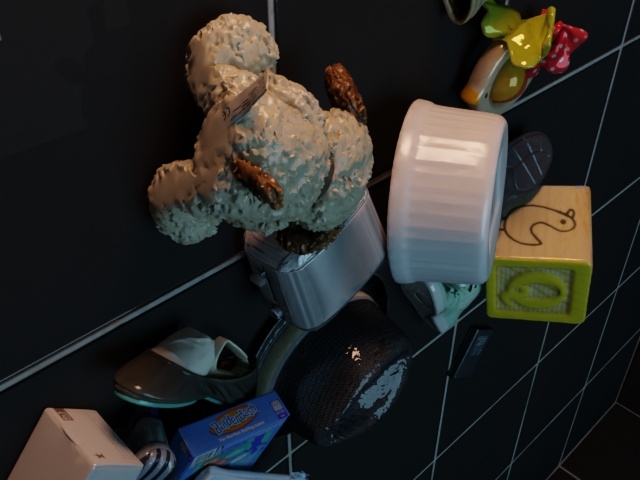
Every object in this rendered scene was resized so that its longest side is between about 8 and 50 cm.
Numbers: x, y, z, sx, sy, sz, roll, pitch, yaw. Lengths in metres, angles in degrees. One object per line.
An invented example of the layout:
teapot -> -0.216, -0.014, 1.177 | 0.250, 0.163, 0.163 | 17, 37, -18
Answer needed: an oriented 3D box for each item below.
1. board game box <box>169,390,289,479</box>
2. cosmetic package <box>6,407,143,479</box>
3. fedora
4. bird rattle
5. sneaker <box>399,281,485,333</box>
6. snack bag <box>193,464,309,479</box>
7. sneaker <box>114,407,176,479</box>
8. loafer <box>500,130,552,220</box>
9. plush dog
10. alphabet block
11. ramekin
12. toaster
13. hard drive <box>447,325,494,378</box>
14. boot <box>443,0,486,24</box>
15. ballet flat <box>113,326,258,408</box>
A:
board game box -> -0.153, 0.309, 1.006 | 0.160, 0.047, 0.210 | -13, 146, -41
cosmetic package -> -0.317, 0.326, 0.832 | 0.231, 0.117, 0.085 | -59, 146, 3
fedora -> 0.034, 0.213, 1.140 | 0.334, 0.152, 0.334 | -30, 136, -34
bird rattle -> 0.313, -0.298, 1.163 | 0.207, 0.143, 0.253 | -56, 160, 18
sneaker -> 0.238, 0.072, 1.329 | 0.151, 0.094, 0.256 | -47, 154, -6
snack bag -> -0.203, 0.454, 1.060 | 0.342, 0.037, 0.323 | -46, 149, 4
sneaker -> -0.267, 0.309, 0.920 | 0.223, 0.098, 0.083 | -42, 131, 19
loafer -> 0.320, -0.104, 1.325 | 0.302, 0.095, 0.109 | -44, 113, -26
plush dog -> -0.032, -0.088, 0.774 | 0.225, 0.210, 0.262 | 1, 114, -44
alphabet block -> 0.425, 0.025, 1.381 | 0.193, 0.192, 0.197 | 72, 25, -45
ramekin -> 0.195, -0.065, 1.047 | 0.277, 0.135, 0.277 | 7, 90, -73
toaster -> 0.000, 0.000, 0.961 | 0.227, 0.129, 0.146 | -44, 140, -19
hard drive -> 0.359, 0.266, 1.684 | 0.094, 0.022, 0.135 | 8, 109, -53
boot -> 0.231, -0.422, 0.970 | 0.165, 0.077, 0.213 | -41, 144, -20
ballet flat -> -0.165, 0.166, 0.928 | 0.096, 0.095, 0.280 | -67, 156, -5
